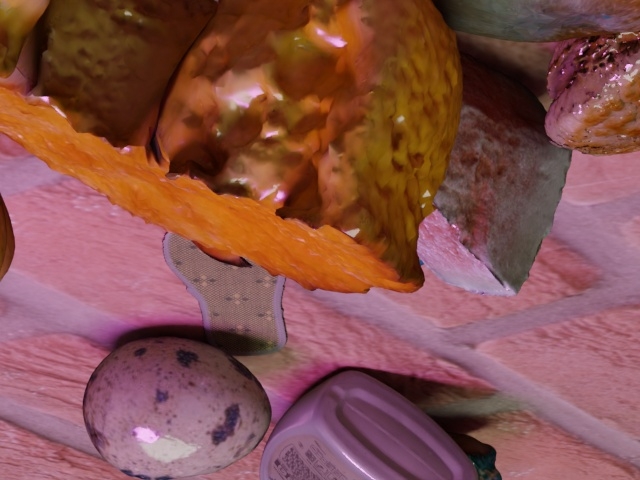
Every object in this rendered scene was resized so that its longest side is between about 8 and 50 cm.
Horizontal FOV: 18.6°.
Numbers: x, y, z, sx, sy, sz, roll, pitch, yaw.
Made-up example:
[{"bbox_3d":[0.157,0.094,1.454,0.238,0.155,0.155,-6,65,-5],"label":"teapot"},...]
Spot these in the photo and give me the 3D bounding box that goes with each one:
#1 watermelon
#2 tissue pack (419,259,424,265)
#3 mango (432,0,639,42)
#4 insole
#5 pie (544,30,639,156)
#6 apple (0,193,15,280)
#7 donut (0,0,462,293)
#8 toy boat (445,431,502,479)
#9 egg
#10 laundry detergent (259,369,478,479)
[{"bbox_3d":[0.079,-0.077,1.357,0.241,0.154,0.094,35,168,-36],"label":"watermelon"},{"bbox_3d":[0.045,-0.050,1.477,0.120,0.082,0.169,-25,145,33],"label":"tissue pack"},{"bbox_3d":[0.074,-0.197,1.094,0.316,0.146,0.193,9,157,3],"label":"mango"},{"bbox_3d":[-0.080,0.045,1.782,0.109,0.007,0.322,0,154,3],"label":"insole"},{"bbox_3d":[0.237,-0.115,1.344,0.163,0.079,0.193,6,153,-26],"label":"pie"},{"bbox_3d":[-0.385,-0.018,1.369,0.309,0.252,0.314,-20,179,-8],"label":"apple"},{"bbox_3d":[-0.120,-0.125,1.127,0.435,0.163,0.377,27,171,-11],"label":"donut"},{"bbox_3d":[0.089,0.278,2.171,0.099,0.108,0.293,43,146,-8],"label":"toy boat"},{"bbox_3d":[-0.137,0.162,1.876,0.181,0.141,0.141,2,155,0],"label":"egg"},{"bbox_3d":[0.035,0.263,2.049,0.215,0.105,0.280,37,145,3],"label":"laundry detergent"}]
